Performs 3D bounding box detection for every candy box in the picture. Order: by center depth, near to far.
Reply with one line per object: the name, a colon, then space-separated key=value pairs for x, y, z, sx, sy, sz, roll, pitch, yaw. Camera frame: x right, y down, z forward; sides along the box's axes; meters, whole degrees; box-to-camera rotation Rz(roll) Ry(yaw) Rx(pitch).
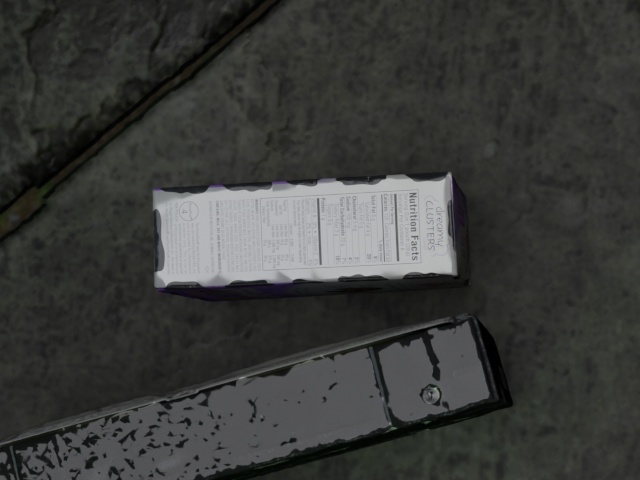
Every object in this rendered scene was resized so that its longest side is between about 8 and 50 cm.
candy box: x=0.000 y=0.000 z=1.222 sx=0.196 sy=0.165 sz=0.070 roll=-3 pitch=85 yaw=7

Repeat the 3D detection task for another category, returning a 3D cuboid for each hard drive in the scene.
hard drive: x=-0.047 y=0.123 z=1.182 sx=0.339 sy=0.237 sz=0.064 roll=-17 pitch=82 yaw=7
